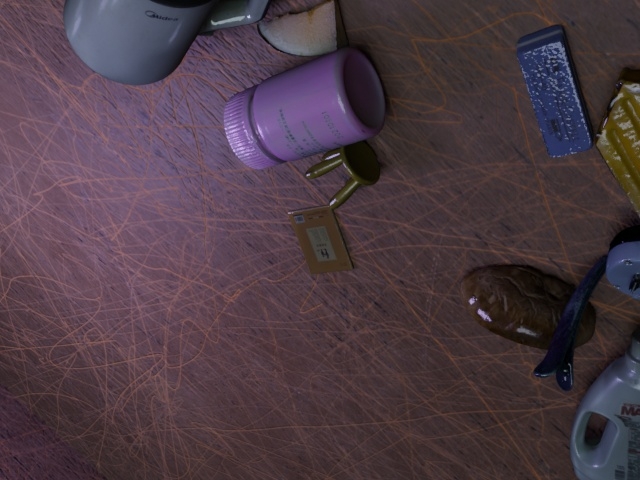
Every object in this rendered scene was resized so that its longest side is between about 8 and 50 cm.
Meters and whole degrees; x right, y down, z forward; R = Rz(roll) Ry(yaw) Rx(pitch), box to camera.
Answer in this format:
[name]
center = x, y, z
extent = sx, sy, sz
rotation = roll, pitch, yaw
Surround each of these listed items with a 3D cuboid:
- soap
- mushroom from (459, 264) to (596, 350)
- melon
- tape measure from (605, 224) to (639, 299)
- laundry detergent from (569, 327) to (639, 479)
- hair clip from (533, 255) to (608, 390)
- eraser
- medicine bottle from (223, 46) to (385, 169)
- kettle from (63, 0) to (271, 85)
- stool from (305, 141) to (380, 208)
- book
[soap]
center = 0.566, -0.169, 1.118
extent = 0.160, 0.080, 0.257
rotation = -28, 103, 36
[mushroom]
center = 0.415, 0.155, 1.353
extent = 0.286, 0.151, 0.156
rotation = 17, 124, 17
[melon]
center = -0.039, -0.409, 1.307
extent = 0.182, 0.054, 0.098
rotation = -6, 110, 30
[tape measure]
center = 0.611, 0.049, 1.183
extent = 0.181, 0.107, 0.182
rotation = 10, 155, 26
[laundry detergent]
center = 0.658, 0.361, 1.374
extent = 0.264, 0.124, 0.397
rotation = 3, 119, 27
[hair clip]
center = 0.494, 0.148, 1.264
extent = 0.083, 0.275, 0.048
rotation = 27, 174, -17
[eraser]
center = 0.417, -0.261, 1.168
extent = 0.082, 0.036, 0.225
rotation = -11, 114, 34
[medicine bottle]
center = -0.033, -0.255, 1.315
extent = 0.291, 0.178, 0.178
rotation = -13, 112, 34
[kettle]
center = -0.268, -0.458, 1.222
extent = 0.377, 0.361, 0.250
rotation = -13, 76, 63
[stool]
center = 0.050, -0.145, 1.384
extent = 0.110, 0.134, 0.135
rotation = -30, 58, 42
[book]
center = 0.000, 0.000, 1.562
extent = 0.118, 0.012, 0.172
rotation = -7, 115, 31
